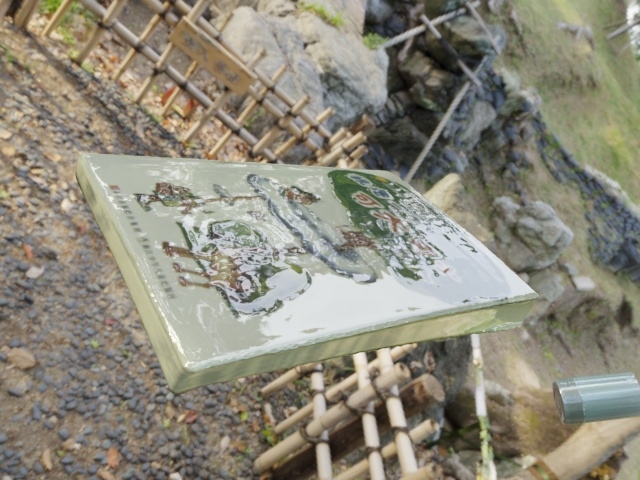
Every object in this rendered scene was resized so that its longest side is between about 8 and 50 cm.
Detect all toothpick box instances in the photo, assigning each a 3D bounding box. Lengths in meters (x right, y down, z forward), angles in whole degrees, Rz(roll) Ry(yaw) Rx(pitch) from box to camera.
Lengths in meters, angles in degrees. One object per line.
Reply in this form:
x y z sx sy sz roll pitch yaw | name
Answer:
0.316 0.181 0.629 0.052 0.083 0.052 -10 90 -79 | toothpick box

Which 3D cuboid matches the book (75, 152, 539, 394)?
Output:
0.000 0.000 0.506 0.371 0.043 0.260 -3 38 -38 | book
